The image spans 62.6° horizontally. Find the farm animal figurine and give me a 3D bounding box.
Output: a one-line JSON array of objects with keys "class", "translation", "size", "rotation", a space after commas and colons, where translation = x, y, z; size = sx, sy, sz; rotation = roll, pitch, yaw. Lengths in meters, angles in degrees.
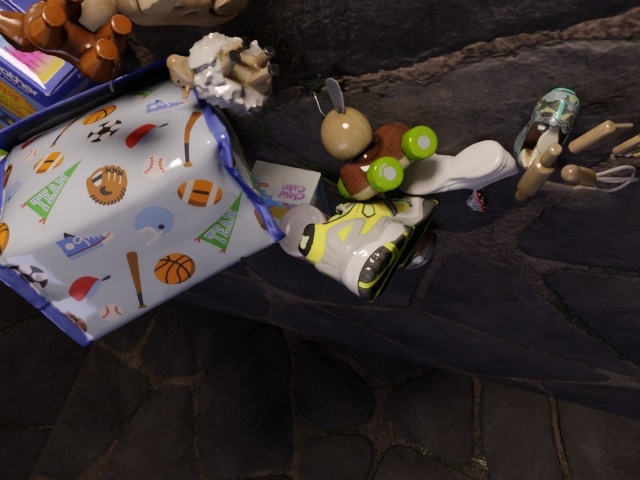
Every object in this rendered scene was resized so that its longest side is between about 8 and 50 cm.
[{"class": "farm animal figurine", "translation": [-0.214, -0.306, 0.575], "size": [0.327, 0.330, 0.172], "rotation": [-2, 173, -38]}]

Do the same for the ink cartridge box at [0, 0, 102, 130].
[{"class": "ink cartridge box", "translation": [-0.508, -0.312, 0.853], "size": [0.270, 0.151, 0.395], "rotation": [38, 154, -15]}]

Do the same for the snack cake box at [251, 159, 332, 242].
[{"class": "snack cake box", "translation": [-0.064, -0.071, 1.226], "size": [0.152, 0.089, 0.264], "rotation": [15, 160, 15]}]

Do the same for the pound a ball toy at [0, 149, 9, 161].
[{"class": "pound a ball toy", "translation": [-0.643, -0.250, 1.231], "size": [0.136, 0.208, 0.319], "rotation": [-10, 167, 7]}]

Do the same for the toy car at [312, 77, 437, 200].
[{"class": "toy car", "translation": [0.060, -0.173, 0.839], "size": [0.188, 0.149, 0.155], "rotation": [50, 165, -11]}]

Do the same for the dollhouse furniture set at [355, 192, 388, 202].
[{"class": "dollhouse furniture set", "translation": [0.069, -0.003, 1.055], "size": [0.101, 0.182, 0.160], "rotation": [-14, 108, 43]}]

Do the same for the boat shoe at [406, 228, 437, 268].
[{"class": "boat shoe", "translation": [0.122, 0.011, 1.248], "size": [0.116, 0.123, 0.324], "rotation": [35, 146, -27]}]

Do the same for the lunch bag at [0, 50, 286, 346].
[{"class": "lunch bag", "translation": [-0.282, -0.105, 0.777], "size": [0.385, 0.328, 0.239], "rotation": [61, 176, 47]}]

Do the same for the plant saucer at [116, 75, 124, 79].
[{"class": "plant saucer", "translation": [-0.324, -0.166, 1.068], "size": [0.332, 0.084, 0.332], "rotation": [25, 146, 18]}]

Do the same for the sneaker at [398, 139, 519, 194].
[{"class": "sneaker", "translation": [0.228, -0.109, 0.894], "size": [0.094, 0.080, 0.212], "rotation": [16, 168, -42]}]

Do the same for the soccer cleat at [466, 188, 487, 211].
[{"class": "soccer cleat", "translation": [0.287, -0.077, 0.978], "size": [0.036, 0.029, 0.083], "rotation": [3, 160, 28]}]

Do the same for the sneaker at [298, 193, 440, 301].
[{"class": "sneaker", "translation": [0.099, -0.026, 0.910], "size": [0.147, 0.145, 0.385], "rotation": [27, -160, 17]}]

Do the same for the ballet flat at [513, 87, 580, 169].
[{"class": "ballet flat", "translation": [0.312, -0.135, 0.750], "size": [0.070, 0.070, 0.188], "rotation": [13, 159, 16]}]

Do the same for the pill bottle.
[{"class": "pill bottle", "translation": [0.000, 0.000, 1.103], "size": [0.108, 0.107, 0.180], "rotation": [7, 169, 30]}]

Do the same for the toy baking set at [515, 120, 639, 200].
[{"class": "toy baking set", "translation": [0.377, -0.094, 0.740], "size": [0.197, 0.030, 0.256], "rotation": [-7, 162, -2]}]
